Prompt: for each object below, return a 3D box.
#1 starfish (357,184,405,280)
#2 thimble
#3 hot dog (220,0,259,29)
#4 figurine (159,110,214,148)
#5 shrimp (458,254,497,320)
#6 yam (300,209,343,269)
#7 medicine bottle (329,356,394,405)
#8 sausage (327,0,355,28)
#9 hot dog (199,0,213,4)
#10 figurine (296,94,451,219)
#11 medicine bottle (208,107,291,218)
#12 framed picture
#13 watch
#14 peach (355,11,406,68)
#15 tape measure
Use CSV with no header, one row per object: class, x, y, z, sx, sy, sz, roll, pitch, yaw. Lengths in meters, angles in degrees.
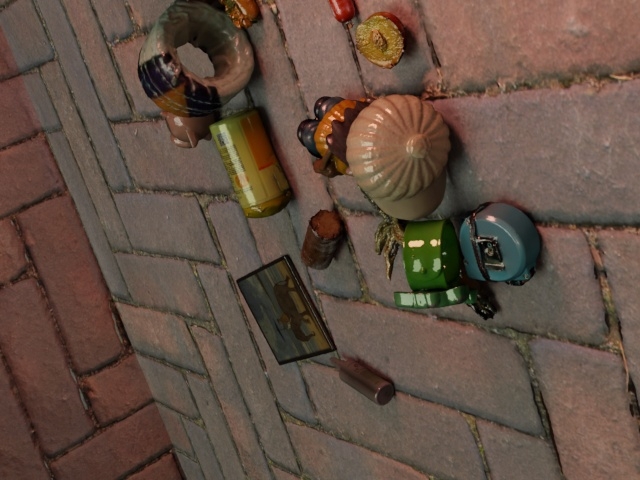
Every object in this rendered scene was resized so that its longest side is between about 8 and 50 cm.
starfish,0.135,-0.025,1.782,0.176,0.053,0.208,-137,33,-57
thimble,-0.264,-0.383,1.969,0.150,0.237,0.237,-26,91,58
hot dog,-0.187,-0.509,1.908,0.188,0.055,0.072,56,152,10
figurine,-0.312,-0.287,2.229,0.125,0.125,0.138,-6,112,60
shrimp,0.232,0.076,1.724,0.219,0.046,0.152,51,150,20
yam,0.001,0.001,2.010,0.079,0.079,0.141,52,151,19
medicine bottle,0.084,0.310,2.157,0.199,0.058,0.057,28,136,48
sausage,0.024,-0.436,1.635,0.050,0.048,0.145,-19,101,23
hot dog,-0.273,-0.564,1.998,0.090,0.060,0.140,23,129,44
figurine,0.077,-0.177,1.627,0.332,0.185,0.204,30,173,38
medicine bottle,-0.150,-0.166,2.077,0.124,0.124,0.238,-5,110,60
framed picture,-0.095,0.185,2.390,0.265,0.016,0.347,63,152,-1
watch,0.189,0.040,1.608,0.131,0.165,0.152,-6,89,24
peach,0.109,-0.337,1.562,0.098,0.061,0.098,20,136,20
tape measure,0.292,0.006,1.533,0.125,0.081,0.146,5,121,45
